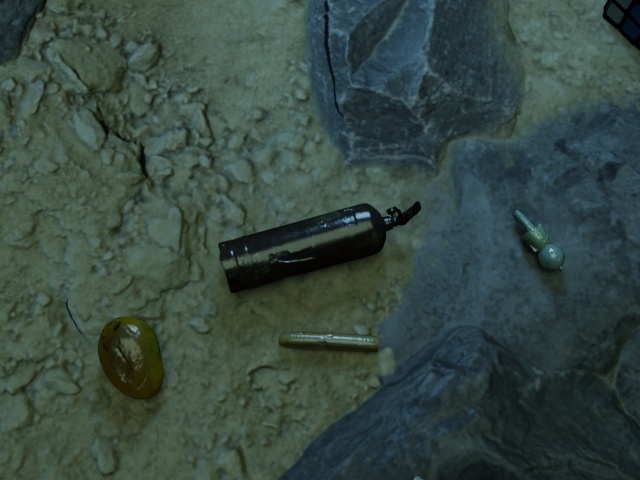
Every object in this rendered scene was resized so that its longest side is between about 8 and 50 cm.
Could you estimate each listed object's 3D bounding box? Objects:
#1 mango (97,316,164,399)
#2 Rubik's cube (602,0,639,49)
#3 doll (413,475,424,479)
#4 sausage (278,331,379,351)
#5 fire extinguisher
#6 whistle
[{"bbox_3d":[-0.245,0.154,0.898,0.079,0.057,0.114,-28,84,-9],"label":"mango"},{"bbox_3d":[0.531,-0.348,0.918,0.187,0.182,0.184,-38,76,-7],"label":"Rubik's cube"},{"bbox_3d":[0.201,0.379,0.802,0.217,0.085,0.183,8,75,14],"label":"doll"},{"bbox_3d":[0.011,0.133,0.904,0.132,0.024,0.024,3,76,3],"label":"sausage"},{"bbox_3d":[0.000,0.000,0.904,0.268,0.089,0.072,-15,73,-1],"label":"fire extinguisher"},{"bbox_3d":[0.291,0.001,0.917,0.035,0.035,0.100,-34,75,-6],"label":"whistle"}]
